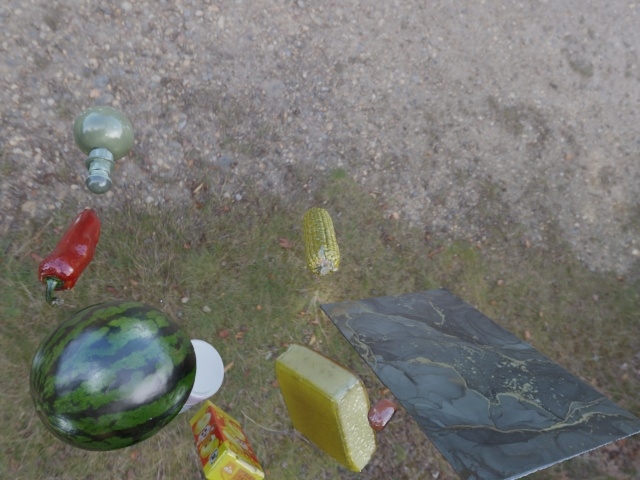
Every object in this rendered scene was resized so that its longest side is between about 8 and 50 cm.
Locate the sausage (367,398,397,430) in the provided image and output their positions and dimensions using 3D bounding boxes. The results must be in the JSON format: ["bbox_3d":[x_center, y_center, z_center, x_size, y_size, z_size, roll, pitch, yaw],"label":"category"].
[{"bbox_3d":[0.160,0.460,1.145,0.054,0.058,0.094,32,38,28],"label":"sausage"}]

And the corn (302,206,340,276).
[{"bbox_3d":[0.000,0.000,1.008,0.080,0.238,0.080,-2,125,-3],"label":"corn"}]

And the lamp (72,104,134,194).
[{"bbox_3d":[-0.348,-0.140,0.692,0.091,0.091,0.163,-1,57,-20],"label":"lamp"}]

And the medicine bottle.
[{"bbox_3d":[-0.395,0.376,1.143,0.165,0.273,0.165,34,38,-32],"label":"medicine bottle"}]

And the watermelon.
[{"bbox_3d":[-0.399,0.259,0.845,0.286,0.285,0.284,3,81,-20],"label":"watermelon"}]

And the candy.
[{"bbox_3d":[-0.267,0.571,1.200,0.088,0.276,0.146,-49,115,-11],"label":"candy"}]

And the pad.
[{"bbox_3d":[0.179,0.153,0.581,0.248,0.367,0.007,-4,110,-21],"label":"pad"}]

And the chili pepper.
[{"bbox_3d":[-0.705,0.036,1.225,0.110,0.110,0.387,19,37,-17],"label":"chili pepper"}]

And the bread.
[{"bbox_3d":[0.013,0.529,1.401,0.143,0.333,0.323,-29,117,-33],"label":"bread"}]
